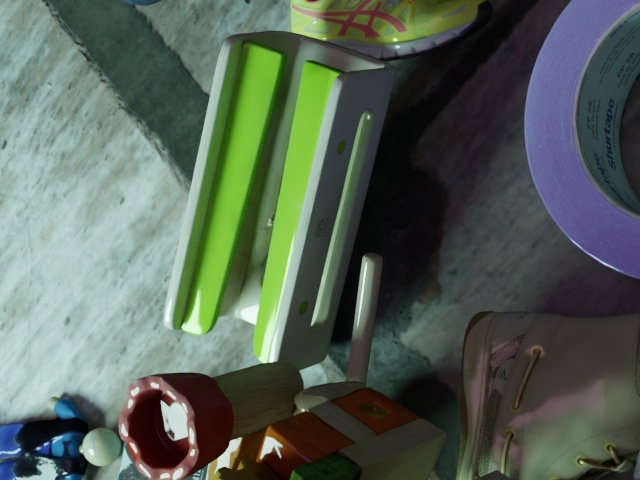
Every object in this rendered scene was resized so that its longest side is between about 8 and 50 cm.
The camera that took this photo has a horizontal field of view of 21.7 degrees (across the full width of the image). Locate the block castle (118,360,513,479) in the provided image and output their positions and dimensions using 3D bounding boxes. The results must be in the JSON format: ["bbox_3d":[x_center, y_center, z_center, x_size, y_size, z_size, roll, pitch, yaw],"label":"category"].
[{"bbox_3d":[0.012,0.309,1.260,0.453,0.213,0.303,31,117,31],"label":"block castle"}]

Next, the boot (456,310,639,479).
[{"bbox_3d":[0.215,0.179,1.309,0.203,0.095,0.262,-6,75,31],"label":"boot"}]

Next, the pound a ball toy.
[{"bbox_3d":[0.000,0.000,1.447,0.208,0.136,0.319,21,109,26],"label":"pound a ball toy"}]

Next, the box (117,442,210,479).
[{"bbox_3d":[-0.070,0.222,1.503,0.244,0.060,0.100,8,85,34],"label":"box"}]

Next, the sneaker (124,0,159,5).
[{"bbox_3d":[-0.083,-0.336,1.585,0.319,0.112,0.131,-52,56,15],"label":"sneaker"}]

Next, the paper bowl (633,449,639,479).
[{"bbox_3d":[0.368,0.192,1.155,0.284,0.148,0.284,-4,81,22],"label":"paper bowl"}]

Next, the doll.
[{"bbox_3d":[-0.277,0.217,1.648,0.189,0.046,0.129,-12,65,24],"label":"doll"}]

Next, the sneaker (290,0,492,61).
[{"bbox_3d":[0.052,-0.207,1.474,0.208,0.081,0.094,-2,103,33],"label":"sneaker"}]

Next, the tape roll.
[{"bbox_3d":[0.301,-0.096,1.303,0.275,0.090,0.275,-6,78,33],"label":"tape roll"}]
